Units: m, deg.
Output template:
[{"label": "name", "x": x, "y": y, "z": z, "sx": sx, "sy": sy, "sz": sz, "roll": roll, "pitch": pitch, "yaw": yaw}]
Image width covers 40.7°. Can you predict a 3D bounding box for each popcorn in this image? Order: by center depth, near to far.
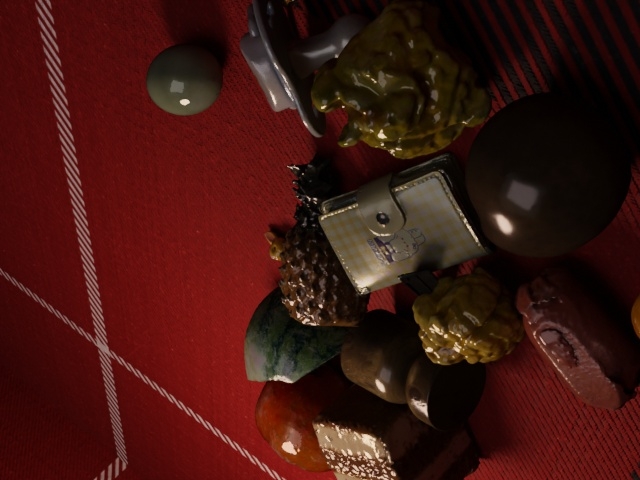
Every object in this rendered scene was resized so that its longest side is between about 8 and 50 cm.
[{"label": "popcorn", "x": 0.138, "y": -0.245, "z": 1.423, "sx": 0.250, "sy": 0.235, "sz": 0.242, "roll": 44, "pitch": 127, "yaw": -15}, {"label": "popcorn", "x": 0.283, "y": 0.160, "z": 1.638, "sx": 0.200, "sy": 0.203, "sz": 0.226, "roll": 48, "pitch": -175, "yaw": -8}]

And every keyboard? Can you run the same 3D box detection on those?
[{"label": "keyboard", "x": 0.206, "y": 0.088, "z": 1.704, "sx": 0.067, "sy": 0.011, "sz": 0.202, "roll": -14, "pitch": 160, "yaw": 16}]

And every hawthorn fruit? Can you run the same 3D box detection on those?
[{"label": "hawthorn fruit", "x": -0.035, "y": 0.442, "z": 2.185, "sx": 0.284, "sy": 0.284, "sz": 0.284, "roll": 27, "pitch": 139, "yaw": 27}]

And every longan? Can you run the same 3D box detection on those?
[{"label": "longan", "x": 0.342, "y": -0.096, "z": 1.323, "sx": 0.258, "sy": 0.258, "sz": 0.258, "roll": 27, "pitch": 139, "yaw": 27}]

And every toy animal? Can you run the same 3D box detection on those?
[{"label": "toy animal", "x": -0.078, "y": 0.028, "z": 2.022, "sx": 0.159, "sy": 0.070, "sz": 0.083, "roll": 28, "pitch": 141, "yaw": 33}]

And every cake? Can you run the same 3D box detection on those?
[{"label": "cake", "x": 0.173, "y": 0.467, "z": 2.009, "sx": 0.282, "sy": 0.256, "sz": 0.290, "roll": -3, "pitch": 116, "yaw": 49}]

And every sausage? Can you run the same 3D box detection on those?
[{"label": "sausage", "x": 0.458, "y": 0.170, "z": 1.527, "sx": 0.279, "sy": 0.152, "sz": 0.152, "roll": 51, "pitch": 144, "yaw": -1}]

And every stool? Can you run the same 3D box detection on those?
[{"label": "stool", "x": 0.192, "y": 0.268, "z": 1.829, "sx": 0.264, "sy": 0.179, "sz": 0.179, "roll": 21, "pitch": 137, "yaw": 46}]

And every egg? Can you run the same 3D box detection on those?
[{"label": "egg", "x": -0.289, "y": -0.340, "z": 1.830, "sx": 0.192, "sy": 0.149, "sz": 0.149, "roll": -8, "pitch": 117, "yaw": 50}]

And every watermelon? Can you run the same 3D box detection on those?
[{"label": "watermelon", "x": -0.072, "y": 0.246, "z": 2.121, "sx": 0.256, "sy": 0.260, "sz": 0.176, "roll": 44, "pitch": 160, "yaw": 35}]

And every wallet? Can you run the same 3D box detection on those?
[{"label": "wallet", "x": 0.158, "y": -0.021, "z": 1.659, "sx": 0.310, "sy": 0.077, "sz": 0.223, "roll": -20, "pitch": 112, "yaw": 34}]

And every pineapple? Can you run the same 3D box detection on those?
[{"label": "pineapple", "x": 0.000, "y": 0.000, "z": 1.822, "sx": 0.202, "sy": 0.202, "sz": 0.362, "roll": 14, "pitch": 120, "yaw": 38}]

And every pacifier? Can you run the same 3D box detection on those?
[{"label": "pacifier", "x": -0.009, "y": -0.342, "z": 1.543, "sx": 0.233, "sy": 0.244, "sz": 0.299, "roll": -14, "pitch": 130, "yaw": 18}]

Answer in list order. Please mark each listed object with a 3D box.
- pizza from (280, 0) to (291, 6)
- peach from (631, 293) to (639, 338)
[{"label": "pizza", "x": -0.079, "y": -0.473, "z": 1.601, "sx": 0.109, "sy": 0.026, "sz": 0.123, "roll": 22, "pitch": 136, "yaw": 28}, {"label": "peach", "x": 0.572, "y": 0.117, "z": 1.382, "sx": 0.138, "sy": 0.138, "sz": 0.138, "roll": 27, "pitch": 139, "yaw": 27}]
